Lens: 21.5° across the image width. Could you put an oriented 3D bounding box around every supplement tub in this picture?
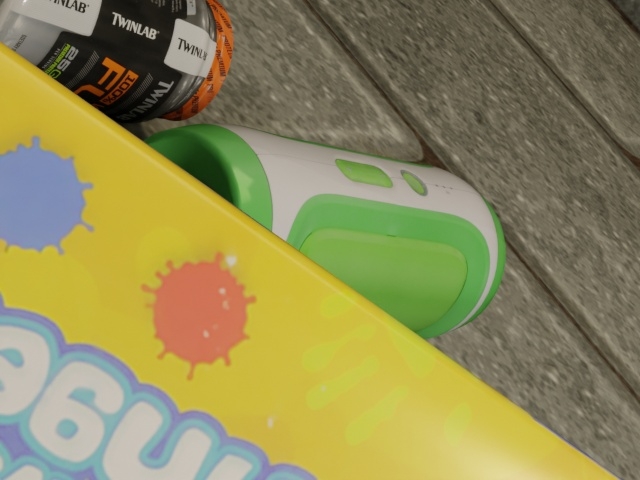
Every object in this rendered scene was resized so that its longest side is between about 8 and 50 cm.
[{"bbox_3d":[-0.155,-0.145,1.107,0.190,0.117,0.117,16,36,-45],"label":"supplement tub"}]

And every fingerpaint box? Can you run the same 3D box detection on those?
[{"bbox_3d":[-0.101,0.050,0.614,0.444,0.163,0.371,35,-6,-17],"label":"fingerpaint box"}]

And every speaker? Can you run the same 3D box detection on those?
[{"bbox_3d":[0.000,0.000,1.094,0.296,0.131,0.131,8,42,-53],"label":"speaker"}]
